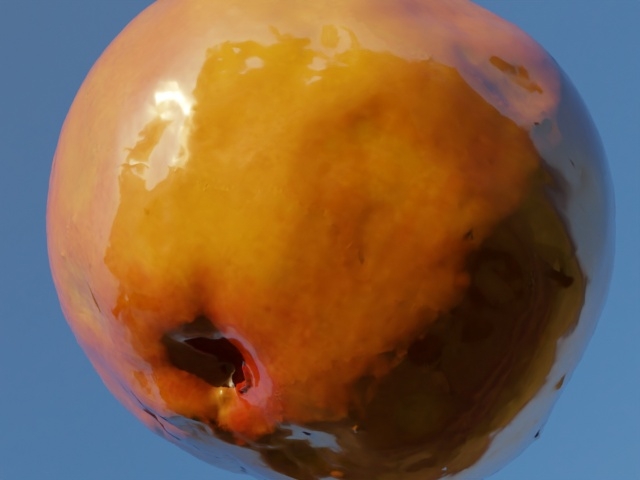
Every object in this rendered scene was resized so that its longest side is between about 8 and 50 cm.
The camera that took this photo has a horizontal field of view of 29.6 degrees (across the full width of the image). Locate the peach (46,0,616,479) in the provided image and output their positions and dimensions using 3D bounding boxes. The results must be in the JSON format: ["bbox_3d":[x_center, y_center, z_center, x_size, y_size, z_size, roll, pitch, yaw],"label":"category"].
[{"bbox_3d":[0.000,0.000,0.724,0.343,0.301,0.342,15,-45,16],"label":"peach"}]
